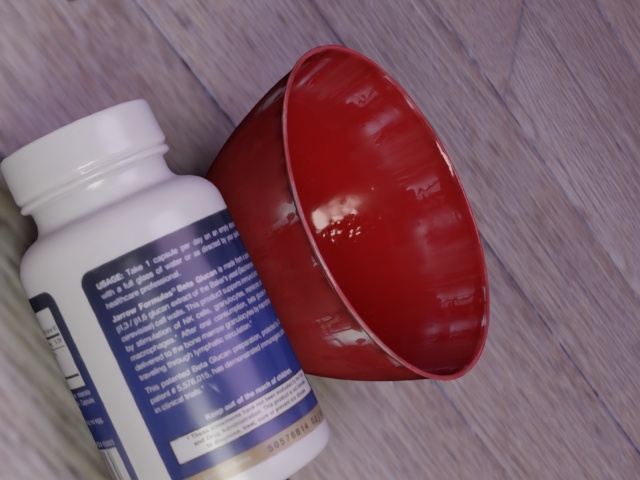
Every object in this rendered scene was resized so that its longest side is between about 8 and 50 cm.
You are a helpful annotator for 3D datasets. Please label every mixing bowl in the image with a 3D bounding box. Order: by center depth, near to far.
[{"bbox_3d":[0.000,0.000,0.770,0.181,0.098,0.181,37,41,-41],"label":"mixing bowl"}]

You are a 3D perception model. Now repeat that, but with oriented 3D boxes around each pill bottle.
[{"bbox_3d":[-0.070,0.030,0.637,0.094,0.094,0.169,-29,95,-61],"label":"pill bottle"}]
